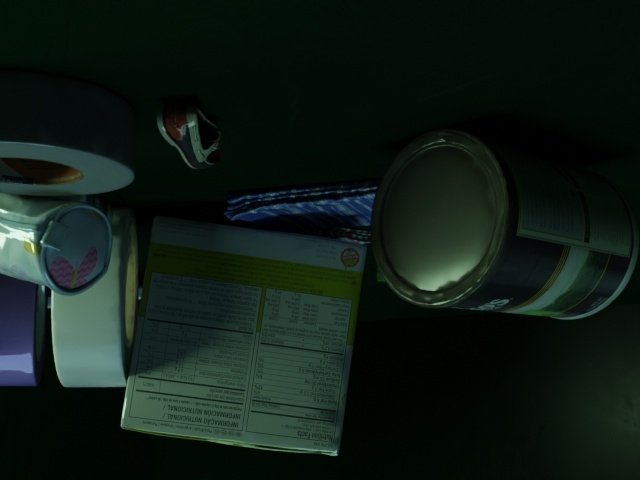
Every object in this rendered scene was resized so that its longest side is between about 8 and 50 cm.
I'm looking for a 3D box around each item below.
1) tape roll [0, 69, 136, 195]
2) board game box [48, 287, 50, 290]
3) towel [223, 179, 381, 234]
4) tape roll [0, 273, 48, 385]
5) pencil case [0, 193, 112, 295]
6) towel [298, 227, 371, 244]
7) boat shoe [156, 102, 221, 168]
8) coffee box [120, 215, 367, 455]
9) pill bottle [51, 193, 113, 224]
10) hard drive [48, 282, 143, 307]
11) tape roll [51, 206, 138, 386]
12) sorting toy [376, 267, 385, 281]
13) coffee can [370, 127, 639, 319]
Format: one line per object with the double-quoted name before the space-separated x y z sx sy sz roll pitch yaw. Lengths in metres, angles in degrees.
"tape roll" -0.301 -0.104 0.897 0.219 0.072 0.219 1 170 0
"board game box" -0.769 0.093 2.048 0.160 0.047 0.210 -7 169 34
"towel" 0.049 -0.044 1.332 0.336 0.040 0.243 -4 170 20
"tape roll" -0.588 0.145 1.696 0.090 0.275 0.275 2 170 -13
"pencil case" -0.383 -0.018 1.064 0.273 0.113 0.124 15 151 29
"towel" 0.000 0.000 1.600 0.197 0.029 0.144 7 168 -35
"boat shoe" -0.130 -0.111 0.935 0.043 0.049 0.137 -5 164 12
"coffee box" -0.131 0.162 1.480 0.338 0.334 0.337 8 173 -5
"pill bottle" -0.337 -0.047 1.194 0.078 0.078 0.137 -1 170 5
"hard drive" -0.576 0.138 2.173 0.318 0.040 0.210 -6 178 0
"tape roll" -0.346 0.086 1.366 0.100 0.286 0.286 1 170 -6
"sorting toy" 0.289 0.081 2.003 0.347 0.047 0.196 -7 168 32
"coffee can" 0.228 -0.011 1.060 0.275 0.202 0.201 8 167 -41
